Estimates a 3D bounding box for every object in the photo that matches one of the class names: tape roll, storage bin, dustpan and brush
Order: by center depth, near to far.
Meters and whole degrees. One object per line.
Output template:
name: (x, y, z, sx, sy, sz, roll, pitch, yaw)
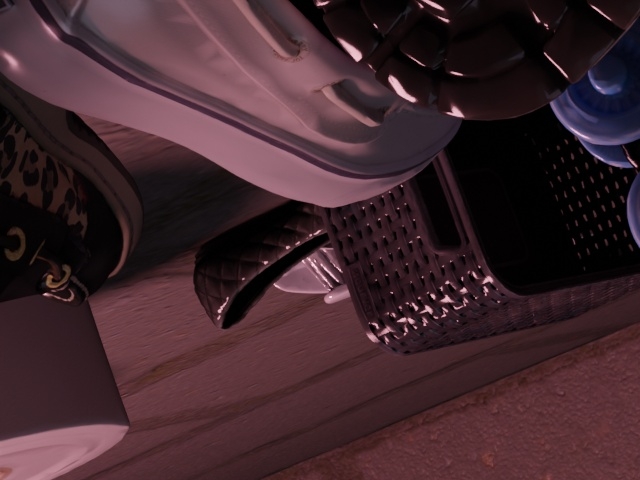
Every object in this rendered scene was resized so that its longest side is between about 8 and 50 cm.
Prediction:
storage bin: (0.090, -0.023, 0.886, 0.180, 0.122, 0.084, -8, 165, -46)
tape roll: (-0.250, 0.101, 0.964, 0.286, 0.100, 0.286, -19, 170, -3)
dustpan and brush: (0.069, 0.005, 1.155, 0.211, 0.060, 0.147, -18, 169, -6)

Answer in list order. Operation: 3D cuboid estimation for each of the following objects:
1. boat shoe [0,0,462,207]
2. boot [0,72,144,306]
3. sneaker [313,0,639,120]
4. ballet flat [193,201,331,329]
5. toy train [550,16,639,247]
boat shoe: (-0.001, -0.076, 0.555, 0.088, 0.096, 0.267, -20, 162, 25)
boot: (-0.141, 0.025, 0.575, 0.178, 0.085, 0.236, -60, 170, -13)
sneaker: (0.109, -0.152, 0.424, 0.283, 0.107, 0.124, -38, -171, 39)
ballet flat: (0.000, 0.000, 1.036, 0.173, 0.049, 0.057, -26, 168, 32)
toy train: (0.125, -0.065, 0.595, 0.105, 0.184, 0.080, -33, 166, 11)
